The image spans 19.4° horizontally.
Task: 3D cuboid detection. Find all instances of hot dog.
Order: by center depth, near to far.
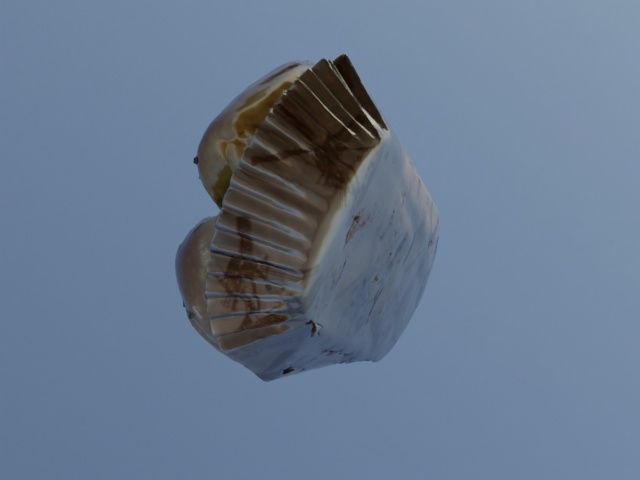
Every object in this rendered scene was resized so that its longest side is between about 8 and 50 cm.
[{"bbox_3d":[0.000,0.000,0.816,0.069,0.253,0.131,25,-94,15],"label":"hot dog"}]
